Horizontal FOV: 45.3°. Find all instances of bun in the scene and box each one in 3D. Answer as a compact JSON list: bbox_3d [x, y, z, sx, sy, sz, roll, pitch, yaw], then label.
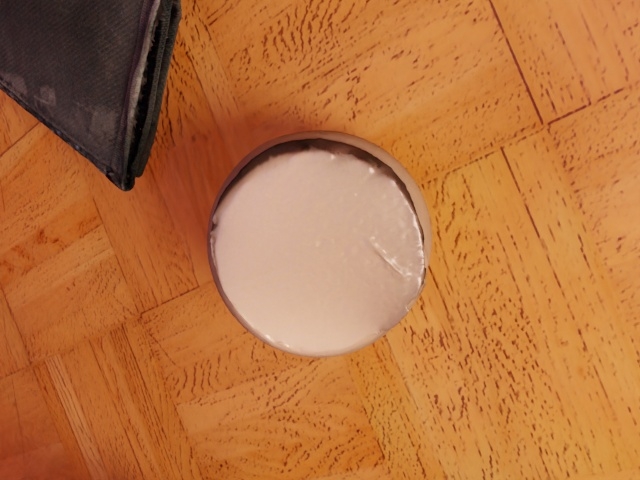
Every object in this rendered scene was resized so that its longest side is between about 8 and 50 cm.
[{"bbox_3d":[0.000,0.000,0.596,0.172,0.120,0.173,1,98,5],"label":"bun"}]

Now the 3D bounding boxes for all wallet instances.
[{"bbox_3d":[-0.270,-0.235,0.757,0.342,0.075,0.237,37,131,21],"label":"wallet"}]
